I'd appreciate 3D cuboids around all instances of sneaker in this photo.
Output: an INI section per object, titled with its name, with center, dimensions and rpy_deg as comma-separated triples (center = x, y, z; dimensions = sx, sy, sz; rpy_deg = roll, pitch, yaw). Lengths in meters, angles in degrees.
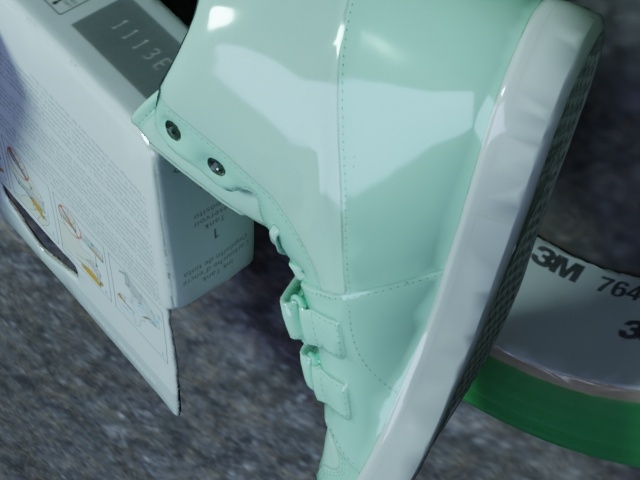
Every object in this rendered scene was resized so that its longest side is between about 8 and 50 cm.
[sneaker]
center = 0.000, -0.001, 0.444
dimensions = 0.151, 0.094, 0.256
rpy_deg = 24, 130, 14

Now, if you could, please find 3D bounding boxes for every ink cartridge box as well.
[ink cartridge box]
center = -0.140, -0.066, 0.610
dimensions = 0.275, 0.060, 0.239
rpy_deg = 44, 154, 24

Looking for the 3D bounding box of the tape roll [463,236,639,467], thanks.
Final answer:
[tape roll]
center = 0.107, -0.049, 0.445
dimensions = 0.321, 0.077, 0.321
rpy_deg = 25, 139, 23
